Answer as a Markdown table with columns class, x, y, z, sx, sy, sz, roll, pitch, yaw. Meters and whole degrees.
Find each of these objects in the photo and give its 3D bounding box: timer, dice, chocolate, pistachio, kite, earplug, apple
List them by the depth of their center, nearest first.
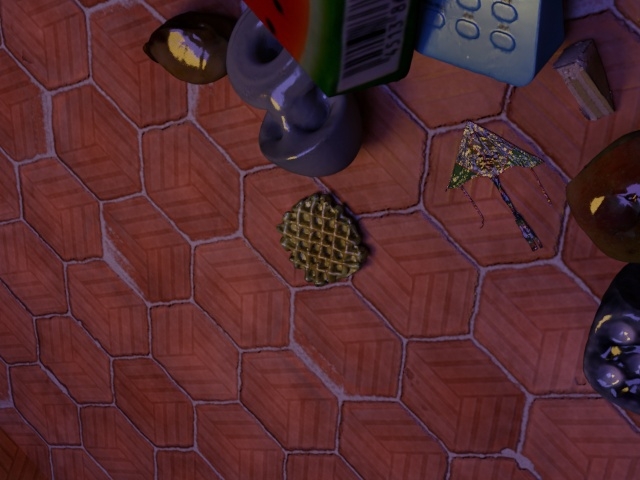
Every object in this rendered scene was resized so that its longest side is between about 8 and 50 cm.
| class | x | y | z | sx | sy | sz | roll | pitch | yaw |
| --- | --- | --- | --- | --- | --- | --- | --- | --- | --- |
| timer | 0.219 | -0.358 | 1.517 | 0.232 | 0.091 | 0.250 | 26 | 151 | 31 |
| apple | 0.458 | -0.056 | 1.528 | 0.207 | 0.173 | 0.188 | 26 | 122 | -35 |
| chocolate | -0.007 | -0.419 | 1.549 | 0.341 | 0.161 | 0.360 | 51 | 161 | 21 |
| dice | 0.506 | 0.145 | 1.605 | 0.181 | 0.182 | 0.183 | 24 | 126 | 26 |
| kite | 0.288 | -0.086 | 1.755 | 0.198 | 0.006 | 0.244 | -20 | 103 | 42 |
| earplug | -0.038 | -0.261 | 1.802 | 0.214 | 0.175 | 0.325 | -15 | 97 | 36 |
| pistachio | -0.229 | -0.344 | 1.921 | 0.210 | 0.130 | 0.165 | 4 | 158 | 36 |

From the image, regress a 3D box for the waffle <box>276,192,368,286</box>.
| class | x | y | z | sx | sy | sz | roll | pitch | yaw |
| --- | --- | --- | --- | --- | --- | --- | --- | --- | --- |
| waffle | 0.000 | 0.000 | 2.007 | 0.183 | 0.036 | 0.169 | -30 | 93 | 42 |

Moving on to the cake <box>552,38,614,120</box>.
| class | x | y | z | sx | sy | sz | roll | pitch | yaw |
| --- | --- | --- | --- | --- | --- | --- | --- | --- | --- |
| cake | 0.392 | -0.231 | 1.574 | 0.052 | 0.065 | 0.121 | -10 | 132 | 40 |
